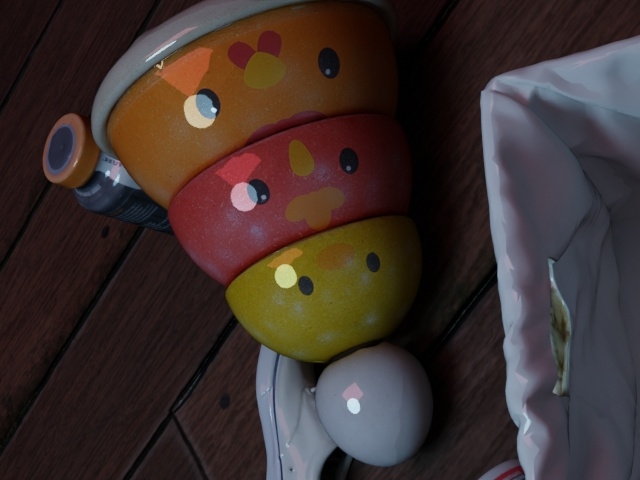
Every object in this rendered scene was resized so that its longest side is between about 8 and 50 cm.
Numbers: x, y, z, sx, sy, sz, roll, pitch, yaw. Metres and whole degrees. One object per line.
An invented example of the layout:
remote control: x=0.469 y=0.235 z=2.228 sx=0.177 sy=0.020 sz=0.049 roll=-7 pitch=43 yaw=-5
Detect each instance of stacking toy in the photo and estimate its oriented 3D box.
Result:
stacking toy: x=0.000 y=0.000 z=1.119 sx=0.351 sy=0.351 sz=0.479 roll=-34 pitch=74 yaw=34

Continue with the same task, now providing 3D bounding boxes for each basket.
basket: x=0.301 y=0.048 z=0.693 sx=0.331 sy=0.266 sz=0.328 roll=-11 pitch=68 yaw=19

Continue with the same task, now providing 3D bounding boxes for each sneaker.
sneaker: x=-0.008 y=0.208 z=1.167 sx=0.091 sy=0.094 sz=0.258 roll=-13 pitch=71 yaw=23

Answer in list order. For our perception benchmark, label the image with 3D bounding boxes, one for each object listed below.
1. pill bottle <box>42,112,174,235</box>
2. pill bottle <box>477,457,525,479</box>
pill bottle: x=-0.219 y=-0.083 z=1.345 sx=0.130 sy=0.246 sz=0.130 roll=-16 pitch=67 yaw=42
pill bottle: x=0.203 y=0.276 z=0.901 sx=0.180 sy=0.108 sz=0.108 roll=40 pitch=107 yaw=44
